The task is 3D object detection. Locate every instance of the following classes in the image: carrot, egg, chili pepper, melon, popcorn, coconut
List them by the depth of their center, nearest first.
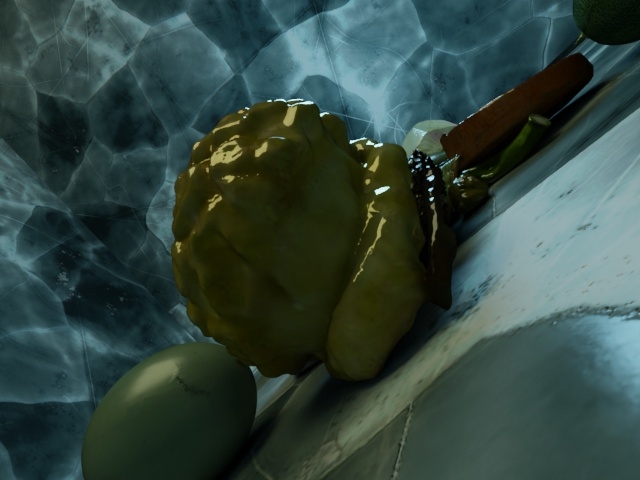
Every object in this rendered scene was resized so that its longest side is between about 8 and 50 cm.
[{"bbox_3d":[0.000,0.000,0.570,0.382,0.348,0.349,10,43,46],"label":"popcorn"},{"bbox_3d":[-0.217,0.270,0.684,0.283,0.203,0.203,-42,-1,6],"label":"egg"},{"bbox_3d":[0.547,-0.445,0.777,0.287,0.182,0.182,-47,-3,31],"label":"melon"},{"bbox_3d":[0.336,-0.152,0.854,0.050,0.051,0.201,-8,-23,-30],"label":"chili pepper"},{"bbox_3d":[0.383,-0.253,0.930,0.258,0.100,0.307,-28,-9,-47],"label":"carrot"},{"bbox_3d":[0.403,-0.307,1.665,0.259,0.259,0.259,-44,-1,-1],"label":"coconut"}]

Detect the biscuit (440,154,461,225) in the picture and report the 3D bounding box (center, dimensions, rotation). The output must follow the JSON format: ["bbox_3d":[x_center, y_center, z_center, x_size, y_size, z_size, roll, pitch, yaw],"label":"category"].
[{"bbox_3d":[0.254,-0.096,0.998,0.231,0.016,0.138,-9,-73,-88],"label":"biscuit"}]

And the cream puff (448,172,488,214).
[{"bbox_3d":[0.263,-0.082,0.830,0.058,0.083,0.083,0,-22,-6],"label":"cream puff"}]

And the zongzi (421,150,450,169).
[{"bbox_3d":[0.352,-0.234,1.505,0.300,0.138,0.286,-39,24,1],"label":"zongzi"}]

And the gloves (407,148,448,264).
[{"bbox_3d":[0.150,-0.053,0.817,0.312,0.135,0.210,-5,-69,-80],"label":"gloves"}]

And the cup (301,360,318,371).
[{"bbox_3d":[-0.066,0.057,0.923,0.257,0.311,0.331,-44,-2,19],"label":"cup"}]
